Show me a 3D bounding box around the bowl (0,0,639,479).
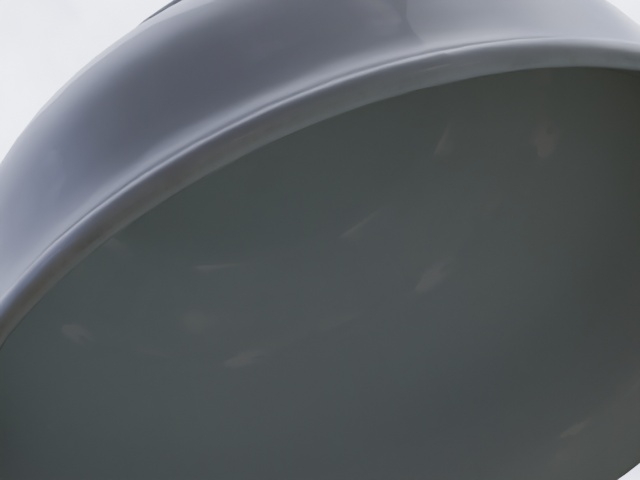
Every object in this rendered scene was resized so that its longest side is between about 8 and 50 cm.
[{"bbox_3d":[0.000,0.000,0.645,0.298,0.134,0.298,-16,-35,-12],"label":"bowl"}]
